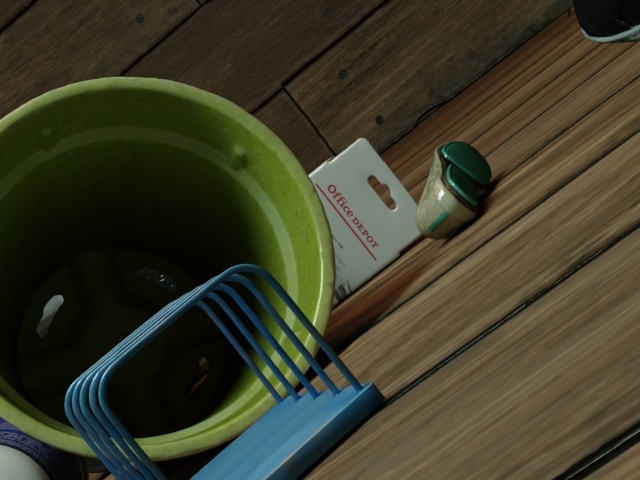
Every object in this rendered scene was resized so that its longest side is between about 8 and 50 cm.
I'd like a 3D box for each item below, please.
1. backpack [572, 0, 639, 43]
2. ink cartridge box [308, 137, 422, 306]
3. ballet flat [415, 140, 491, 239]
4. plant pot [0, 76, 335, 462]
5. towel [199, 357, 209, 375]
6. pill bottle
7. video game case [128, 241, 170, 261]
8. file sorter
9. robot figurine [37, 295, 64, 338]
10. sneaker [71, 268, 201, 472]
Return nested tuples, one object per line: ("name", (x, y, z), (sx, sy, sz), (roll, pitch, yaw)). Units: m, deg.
("backpack", (0.236, -0.232, 0.778), (0.191, 0.225, 0.253), (-8, 2, -4))
("ink cartridge box", (0.000, 0.000, 1.194), (0.180, 0.104, 0.060), (-38, 2, 9))
("ballet flat", (0.102, -0.041, 1.107), (0.052, 0.057, 0.168), (-48, 0, 19))
("plant pot", (-0.147, 0.054, 1.036), (0.276, 0.276, 0.254), (-40, -8, -20))
("towel", (-0.140, 0.135, 1.510), (0.148, 0.027, 0.110), (-42, 4, -40))
("pill bottle", (-0.254, 0.207, 1.069), (0.112, 0.112, 0.187), (-38, 4, 4))
("video game case", (-0.126, -0.011, 1.152), (0.122, 0.087, 0.011), (-14, 49, 36))
("file sorter", (-0.064, 0.089, 0.745), (0.118, 0.104, 0.170), (-39, 3, -18))
("robot figurine", (-0.256, 0.100, 1.715), (0.353, 0.200, 0.300), (-37, -25, 27))
("sneaker", (-0.157, 0.074, 1.327), (0.296, 0.123, 0.178), (-62, 2, 4))
